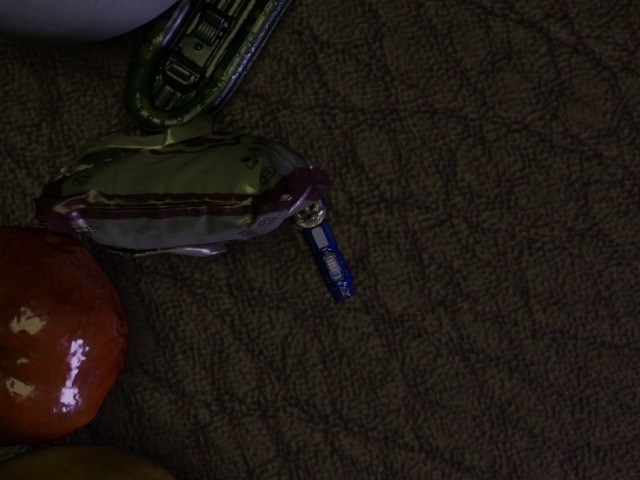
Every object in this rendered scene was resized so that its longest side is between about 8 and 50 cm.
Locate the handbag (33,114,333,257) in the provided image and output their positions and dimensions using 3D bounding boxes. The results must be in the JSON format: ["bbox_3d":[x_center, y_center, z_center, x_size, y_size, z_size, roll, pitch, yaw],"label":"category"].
[{"bbox_3d":[-0.118,-0.050,1.492,0.235,0.213,0.127,3,101,8],"label":"handbag"}]

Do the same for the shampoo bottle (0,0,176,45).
[{"bbox_3d":[-0.235,-0.337,1.461,0.322,0.317,0.323,0,87,-2],"label":"shampoo bottle"}]

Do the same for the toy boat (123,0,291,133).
[{"bbox_3d":[-0.112,-0.191,1.587,0.104,0.052,0.210,33,87,-1],"label":"toy boat"}]

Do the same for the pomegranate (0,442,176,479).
[{"bbox_3d":[-0.217,0.344,1.447,0.332,0.332,0.333,0,88,0],"label":"pomegranate"}]

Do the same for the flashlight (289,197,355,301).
[{"bbox_3d":[0.000,0.000,1.588,0.057,0.035,0.121,-23,88,-2],"label":"flashlight"}]

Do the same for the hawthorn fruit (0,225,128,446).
[{"bbox_3d":[-0.257,0.077,1.497,0.207,0.243,0.208,4,99,25],"label":"hawthorn fruit"}]
